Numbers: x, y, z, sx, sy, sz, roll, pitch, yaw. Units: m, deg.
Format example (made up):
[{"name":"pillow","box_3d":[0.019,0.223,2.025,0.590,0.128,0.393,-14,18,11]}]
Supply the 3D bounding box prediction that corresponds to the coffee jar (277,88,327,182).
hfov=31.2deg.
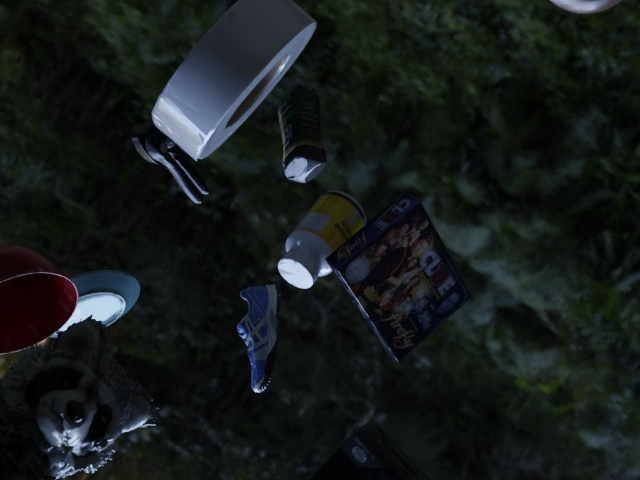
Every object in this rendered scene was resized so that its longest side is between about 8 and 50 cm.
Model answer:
[{"name":"coffee jar","box_3d":[-0.038,-0.213,2.347,0.079,0.096,0.184,12,-127,-27]}]

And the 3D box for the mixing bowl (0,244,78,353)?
[{"name":"mixing bowl","box_3d":[-0.452,0.071,1.653,0.181,0.181,0.098,10,-141,-50]}]

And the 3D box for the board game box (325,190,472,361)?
[{"name":"board game box","box_3d":[0.127,0.059,1.778,0.042,0.165,0.243,41,169,47]}]

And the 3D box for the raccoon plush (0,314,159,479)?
[{"name":"raccoon plush","box_3d":[-0.424,0.226,1.474,0.446,0.299,0.216,9,131,49]}]

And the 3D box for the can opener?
[{"name":"can opener","box_3d":[-0.265,-0.143,2.112,0.073,0.059,0.186,12,151,51]}]

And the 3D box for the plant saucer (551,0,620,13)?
[{"name":"plant saucer","box_3d":[0.467,-0.489,1.974,0.198,0.198,0.036,28,-164,-11]}]

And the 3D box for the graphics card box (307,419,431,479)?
[{"name":"graphics card box","box_3d":[0.034,0.502,1.875,0.233,0.371,0.094,45,-160,14]}]

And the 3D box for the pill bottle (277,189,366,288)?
[{"name":"pill bottle","box_3d":[0.000,0.000,2.102,0.103,0.103,0.184,33,-125,5]}]

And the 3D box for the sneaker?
[{"name":"sneaker","box_3d":[-0.121,0.188,2.219,0.081,0.211,0.080,4,174,-3]}]

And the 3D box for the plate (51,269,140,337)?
[{"name":"plate","box_3d":[-0.374,0.110,1.821,0.188,0.188,0.024,10,-133,-49]}]

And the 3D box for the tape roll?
[{"name":"tape roll","box_3d":[-0.133,-0.261,1.772,0.100,0.286,0.286,41,-162,-2]}]
